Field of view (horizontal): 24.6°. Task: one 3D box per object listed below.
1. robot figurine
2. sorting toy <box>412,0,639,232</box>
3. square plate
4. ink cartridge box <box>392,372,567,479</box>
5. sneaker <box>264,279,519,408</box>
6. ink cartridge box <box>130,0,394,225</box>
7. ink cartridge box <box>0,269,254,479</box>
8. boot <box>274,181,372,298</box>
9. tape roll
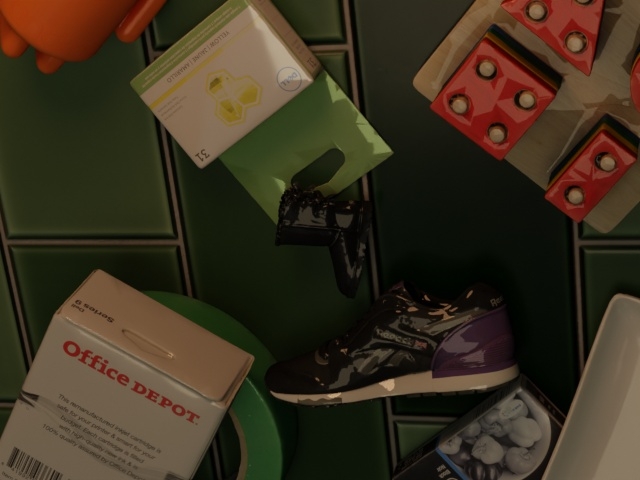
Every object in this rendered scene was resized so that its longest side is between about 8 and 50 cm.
[{"bbox_3d":[-0.244,-0.271,1.492,0.158,0.128,0.219,44,119,0],"label":"robot figurine"},{"bbox_3d":[0.258,-0.160,1.423,0.257,0.089,0.255,38,118,-3],"label":"sorting toy"},{"bbox_3d":[0.412,0.271,1.556,0.344,0.049,0.347,22,100,10],"label":"square plate"},{"bbox_3d":[0.223,0.281,1.664,0.208,0.045,0.206,44,117,-9],"label":"ink cartridge box"},{"bbox_3d":[0.072,0.106,1.609,0.283,0.107,0.124,-8,97,15],"label":"sneaker"},{"bbox_3d":[-0.062,-0.130,1.548,0.171,0.056,0.235,-35,100,26],"label":"ink cartridge box"},{"bbox_3d":[-0.228,0.210,1.626,0.211,0.121,0.289,29,118,1],"label":"ink cartridge box"},{"bbox_3d":[0.000,0.001,1.584,0.099,0.045,0.121,7,111,-4],"label":"boot"},{"bbox_3d":[-0.189,0.218,1.732,0.321,0.077,0.321,6,115,13],"label":"tape roll"}]
